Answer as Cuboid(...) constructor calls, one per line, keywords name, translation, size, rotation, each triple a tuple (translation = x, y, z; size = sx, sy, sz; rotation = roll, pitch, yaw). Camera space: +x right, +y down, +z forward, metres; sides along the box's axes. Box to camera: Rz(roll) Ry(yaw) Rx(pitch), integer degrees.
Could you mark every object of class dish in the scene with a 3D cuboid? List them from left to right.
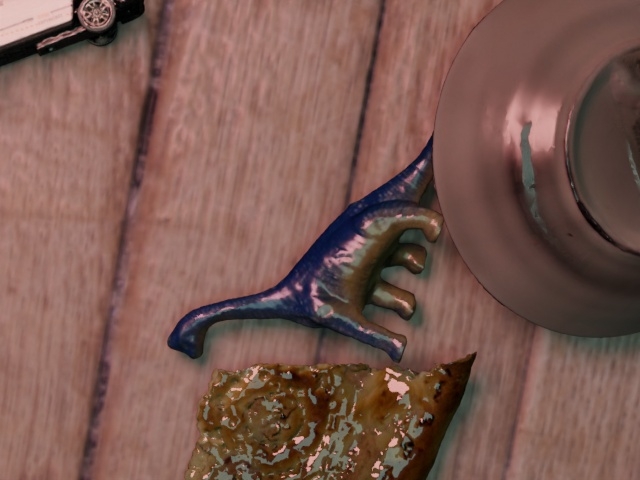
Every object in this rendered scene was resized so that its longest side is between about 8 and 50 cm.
Cuboid(name="dish", translation=(0.250, -0.071, 1.409), size=(0.316, 0.106, 0.316), rotation=(0, 91, -19))

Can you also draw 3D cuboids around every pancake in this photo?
Cuboid(name="pancake", translation=(-0.033, 0.190, 1.445), size=(0.376, 0.054, 0.197), rotation=(-36, 97, -5))

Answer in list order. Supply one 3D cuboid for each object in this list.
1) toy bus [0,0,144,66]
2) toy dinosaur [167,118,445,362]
Cuboid(name="toy bus", translation=(-0.238, -0.180, 1.377), size=(0.194, 0.087, 0.089), rotation=(-21, 90, -5))
Cuboid(name="toy dinosaur", translation=(0.000, 0.000, 1.429), size=(0.188, 0.075, 0.248), rotation=(17, 97, -6))
